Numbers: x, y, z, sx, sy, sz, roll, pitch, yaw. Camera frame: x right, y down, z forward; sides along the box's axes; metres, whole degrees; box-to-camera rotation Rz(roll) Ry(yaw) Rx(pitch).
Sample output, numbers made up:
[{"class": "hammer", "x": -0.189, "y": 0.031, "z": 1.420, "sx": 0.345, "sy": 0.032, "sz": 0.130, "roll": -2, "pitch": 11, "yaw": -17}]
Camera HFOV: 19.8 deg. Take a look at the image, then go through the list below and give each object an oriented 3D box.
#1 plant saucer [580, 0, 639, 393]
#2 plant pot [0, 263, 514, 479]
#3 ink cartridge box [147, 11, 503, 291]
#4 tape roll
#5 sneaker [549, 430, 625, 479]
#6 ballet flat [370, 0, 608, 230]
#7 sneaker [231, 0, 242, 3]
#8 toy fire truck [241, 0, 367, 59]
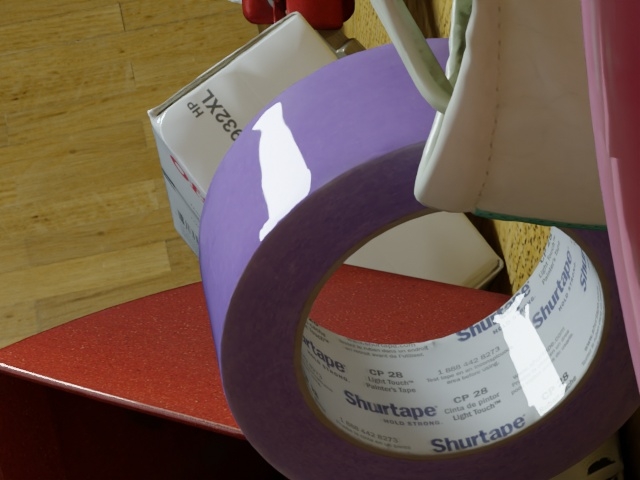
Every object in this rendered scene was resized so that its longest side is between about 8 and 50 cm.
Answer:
[{"class": "plant saucer", "x": 0.128, "y": 0.012, "z": 0.322, "sx": 0.332, "sy": 0.084, "sz": 0.332, "roll": 169, "pitch": 90, "yaw": -87}, {"class": "plant pot", "x": 0.008, "y": 0.149, "z": 1.011, "sx": 0.267, "sy": 0.235, "sz": 0.267, "roll": 11, "pitch": 122, "yaw": 38}, {"class": "ink cartridge box", "x": 0.000, "y": 0.000, "z": 1.306, "sx": 0.223, "sy": 0.129, "sz": 0.307, "roll": 51, "pitch": 171, "yaw": 9}, {"class": "tape roll", "x": 0.047, "y": 0.017, "z": 0.756, "sx": 0.080, "sy": 0.189, "sz": 0.189, "roll": -108, "pitch": 7, "yaw": -55}, {"class": "sneaker", "x": 0.131, "y": 0.157, "z": 0.897, "sx": 0.086, "sy": 0.085, "sz": 0.237, "roll": 11, "pitch": 110, "yaw": 45}, {"class": "ballet flat", "x": 0.043, "y": -0.194, "z": 0.596, "sx": 0.139, "sy": 0.139, "sz": 0.400, "roll": 143, "pitch": 115, "yaw": -86}, {"class": "sneaker", "x": -0.068, "y": -0.408, "z": 1.874, "sx": 0.323, "sy": 0.130, "sz": 0.236, "roll": -99, "pitch": 9, "yaw": -56}, {"class": "toy fire truck", "x": 0.007, "y": -0.182, "z": 1.317, "sx": 0.217, "sy": 0.158, "sz": 0.246, "roll": -174, "pitch": 83, "yaw": -86}]
